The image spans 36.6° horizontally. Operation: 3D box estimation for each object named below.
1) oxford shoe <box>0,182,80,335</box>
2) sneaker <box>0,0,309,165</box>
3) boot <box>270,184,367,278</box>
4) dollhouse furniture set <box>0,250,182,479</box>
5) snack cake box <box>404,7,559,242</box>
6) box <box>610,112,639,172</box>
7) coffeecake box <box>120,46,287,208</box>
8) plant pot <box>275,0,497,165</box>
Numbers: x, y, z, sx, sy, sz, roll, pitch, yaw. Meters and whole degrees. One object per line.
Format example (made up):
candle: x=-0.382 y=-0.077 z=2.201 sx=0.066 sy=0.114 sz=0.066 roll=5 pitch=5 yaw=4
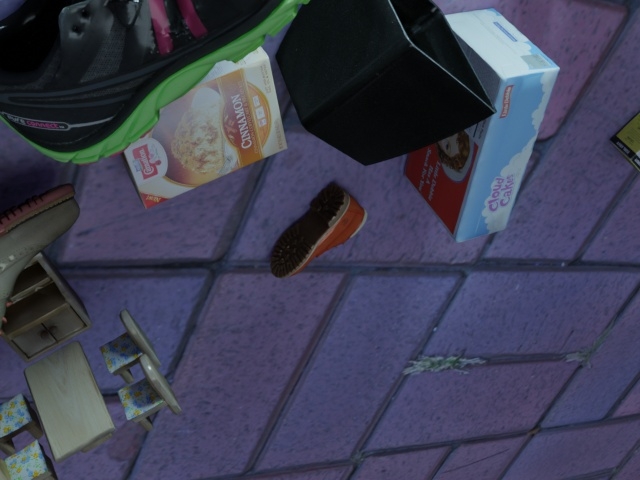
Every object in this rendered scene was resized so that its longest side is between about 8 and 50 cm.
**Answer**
oxford shoe: x=-0.386 y=0.077 z=1.061 sx=0.348 sy=0.123 sz=0.130 roll=-42 pitch=102 yaw=-9
sneaker: x=-0.149 y=-0.254 z=0.869 sx=0.483 sy=0.185 sz=0.202 roll=-41 pitch=137 yaw=20
boot: x=0.000 y=0.000 z=1.361 sx=0.158 sy=0.059 sz=0.084 roll=-46 pitch=145 yaw=12
dollhouse furniture set: x=-0.318 y=0.136 z=1.127 sx=0.212 sy=0.242 sz=0.161 roll=-30 pitch=141 yaw=-6
snack cake box: x=0.203 y=-0.149 z=1.273 sx=0.089 sy=0.152 sz=0.264 roll=-14 pitch=137 yaw=-24
box: x=0.580 y=-0.210 z=1.549 sx=0.232 sy=0.058 sz=0.087 roll=-45 pitch=139 yaw=12
coffeecake box: x=-0.144 y=-0.138 z=1.108 sx=0.185 sy=0.068 sz=0.142 roll=-24 pitch=141 yaw=-11
plant pot: x=0.061 y=-0.197 z=1.114 sx=0.167 sy=0.188 sz=0.187 roll=-38 pitch=143 yaw=23
